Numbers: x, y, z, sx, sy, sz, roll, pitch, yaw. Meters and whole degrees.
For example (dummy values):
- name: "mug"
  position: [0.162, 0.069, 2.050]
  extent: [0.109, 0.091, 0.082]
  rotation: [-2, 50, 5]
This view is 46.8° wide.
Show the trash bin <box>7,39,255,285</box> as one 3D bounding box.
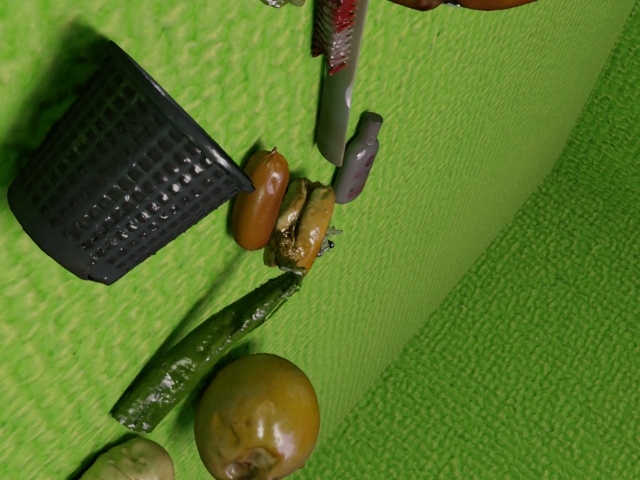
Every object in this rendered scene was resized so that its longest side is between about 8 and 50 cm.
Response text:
- name: "trash bin"
  position: [-0.169, -0.053, 0.636]
  extent: [0.161, 0.175, 0.175]
  rotation: [-44, 162, 3]

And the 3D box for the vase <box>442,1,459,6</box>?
- name: "vase"
  position: [0.200, -0.449, 0.853]
  extent: [0.165, 0.165, 0.360]
  rotation: [-44, 163, -28]

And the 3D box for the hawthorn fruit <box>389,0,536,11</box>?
- name: "hawthorn fruit"
  position: [0.085, -0.307, 0.465]
  extent: [0.277, 0.277, 0.298]
  rotation: [-46, 157, -23]

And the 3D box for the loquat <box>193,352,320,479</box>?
- name: "loquat"
  position: [-0.114, 0.316, 1.320]
  extent: [0.244, 0.244, 0.244]
  rotation: [-47, 160, -23]

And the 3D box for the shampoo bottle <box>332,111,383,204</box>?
- name: "shampoo bottle"
  position: [0.065, -0.137, 1.225]
  extent: [0.080, 0.040, 0.165]
  rotation: [-32, 153, -44]

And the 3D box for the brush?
- name: "brush"
  position: [0.015, -0.211, 0.952]
  extent: [0.050, 0.060, 0.321]
  rotation: [-31, 153, -24]

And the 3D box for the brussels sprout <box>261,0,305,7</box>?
- name: "brussels sprout"
  position: [-0.012, -0.297, 0.680]
  extent: [0.139, 0.100, 0.181]
  rotation: [-44, 160, -59]

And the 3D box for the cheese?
- name: "cheese"
  position: [-0.316, 0.408, 1.148]
  extent: [0.214, 0.117, 0.226]
  rotation: [-57, 167, -3]

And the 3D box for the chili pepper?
- name: "chili pepper"
  position: [-0.156, 0.147, 1.058]
  extent: [0.359, 0.076, 0.085]
  rotation: [-44, 136, 10]

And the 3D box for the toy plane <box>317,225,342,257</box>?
- name: "toy plane"
  position: [0.000, 0.000, 1.308]
  extent: [0.102, 0.040, 0.111]
  rotation: [-35, 157, -21]

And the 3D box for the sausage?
- name: "sausage"
  position: [-0.085, -0.049, 0.985]
  extent: [0.054, 0.062, 0.183]
  rotation: [-60, 174, -52]

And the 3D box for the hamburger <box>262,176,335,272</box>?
- name: "hamburger"
  position: [-0.031, -0.019, 1.089]
  extent: [0.138, 0.083, 0.147]
  rotation: [104, 6, -60]
